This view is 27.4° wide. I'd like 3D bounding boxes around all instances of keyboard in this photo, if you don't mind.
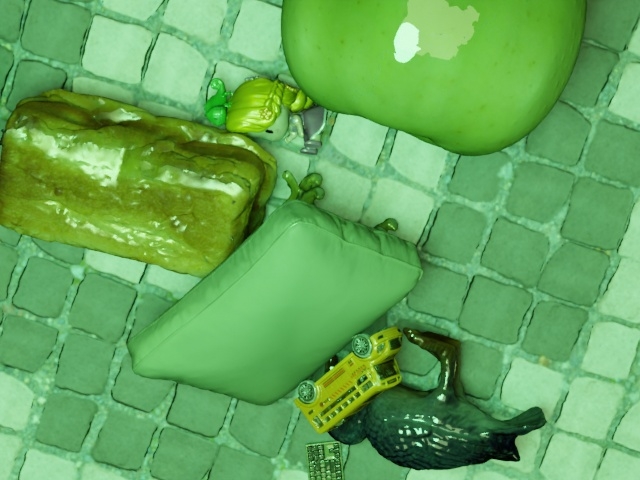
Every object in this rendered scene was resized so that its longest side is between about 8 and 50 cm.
[{"bbox_3d":[0.009,0.337,1.787,0.049,0.015,0.129,-5,98,2],"label":"keyboard"}]

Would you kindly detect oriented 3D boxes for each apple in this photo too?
[{"bbox_3d":[0.133,-0.275,1.538,0.357,0.357,0.357,0,98,1],"label":"apple"}]

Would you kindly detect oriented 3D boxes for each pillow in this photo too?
[{"bbox_3d":[-0.053,0.085,1.623,0.322,0.255,0.119,-41,51,27],"label":"pillow"}]

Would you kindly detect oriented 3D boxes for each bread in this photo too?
[{"bbox_3d":[-0.234,-0.076,1.659,0.344,0.149,0.195,16,119,1],"label":"bread"}]

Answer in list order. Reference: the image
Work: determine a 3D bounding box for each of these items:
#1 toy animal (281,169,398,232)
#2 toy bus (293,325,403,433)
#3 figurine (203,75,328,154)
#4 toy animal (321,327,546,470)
[{"bbox_3d":[0.000,0.000,1.712,0.181,0.073,0.136,32,114,-8],"label":"toy animal"},{"bbox_3d":[0.045,0.175,1.663,0.162,0.070,0.074,-42,73,30],"label":"toy bus"},{"bbox_3d":[-0.069,-0.179,1.679,0.156,0.095,0.115,8,67,-9],"label":"figurine"},{"bbox_3d":[0.140,0.216,1.715,0.298,0.122,0.185,21,94,10],"label":"toy animal"}]
